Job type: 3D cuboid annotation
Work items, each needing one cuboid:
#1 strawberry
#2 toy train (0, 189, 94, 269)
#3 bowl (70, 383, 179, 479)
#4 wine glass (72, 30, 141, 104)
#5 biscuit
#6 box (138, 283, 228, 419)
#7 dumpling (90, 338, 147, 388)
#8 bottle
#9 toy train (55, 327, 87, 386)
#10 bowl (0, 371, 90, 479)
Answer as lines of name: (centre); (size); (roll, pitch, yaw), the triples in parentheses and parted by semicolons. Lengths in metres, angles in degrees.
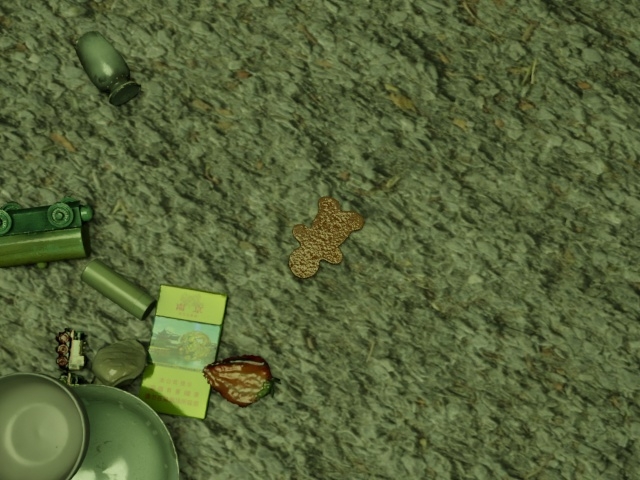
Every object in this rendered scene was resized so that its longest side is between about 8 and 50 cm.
strawberry: (-0.205, 0.363, 1.802); (0.192, 0.085, 0.141); (-14, 99, -3)
toy train: (-0.761, -0.023, 1.851); (0.307, 0.126, 0.190); (-7, 112, -4)
bowl: (-0.553, 0.573, 1.690); (0.434, 0.196, 0.435); (0, 79, -2)
wine glass: (-0.607, -0.489, 1.934); (0.111, 0.111, 0.204); (-36, 87, -8)
biscuit: (0.000, 0.000, 1.907); (0.165, 0.036, 0.250); (33, 76, 4)
box: (-0.367, 0.295, 1.828); (0.186, 0.047, 0.335); (9, 78, 0)
dumpling: (-0.513, 0.330, 1.764); (0.150, 0.176, 0.093); (7, 103, 22)
bottle: (-0.543, 0.133, 1.838); (0.201, 0.072, 0.072); (34, 80, 4)
toy train: (-0.660, 0.356, 1.802); (0.085, 0.053, 0.250); (0, 79, -11)
bowl: (-0.655, 0.440, 1.539); (0.286, 0.144, 0.287); (0, 79, -3)
